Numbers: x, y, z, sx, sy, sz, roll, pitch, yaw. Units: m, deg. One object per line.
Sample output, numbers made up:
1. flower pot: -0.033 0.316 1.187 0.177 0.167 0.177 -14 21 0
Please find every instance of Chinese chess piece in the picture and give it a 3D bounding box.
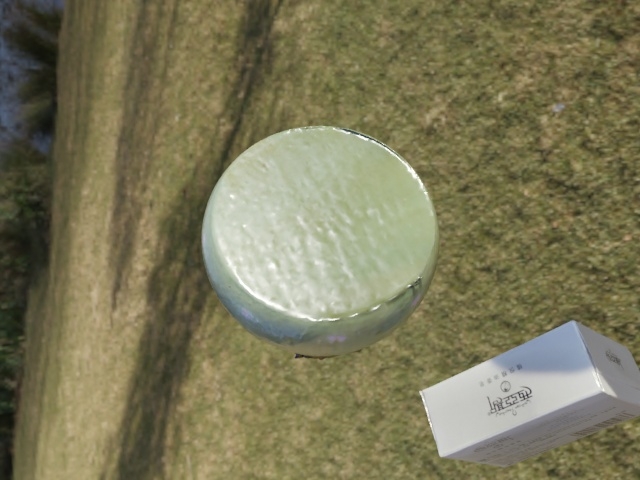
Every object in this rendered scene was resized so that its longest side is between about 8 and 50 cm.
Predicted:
1. Chinese chess piece: 0.000 0.000 1.229 0.146 0.349 0.350 97 157 -63

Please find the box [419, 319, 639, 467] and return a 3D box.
1. box: 0.327 0.243 1.259 0.274 0.203 0.116 -32 56 30
